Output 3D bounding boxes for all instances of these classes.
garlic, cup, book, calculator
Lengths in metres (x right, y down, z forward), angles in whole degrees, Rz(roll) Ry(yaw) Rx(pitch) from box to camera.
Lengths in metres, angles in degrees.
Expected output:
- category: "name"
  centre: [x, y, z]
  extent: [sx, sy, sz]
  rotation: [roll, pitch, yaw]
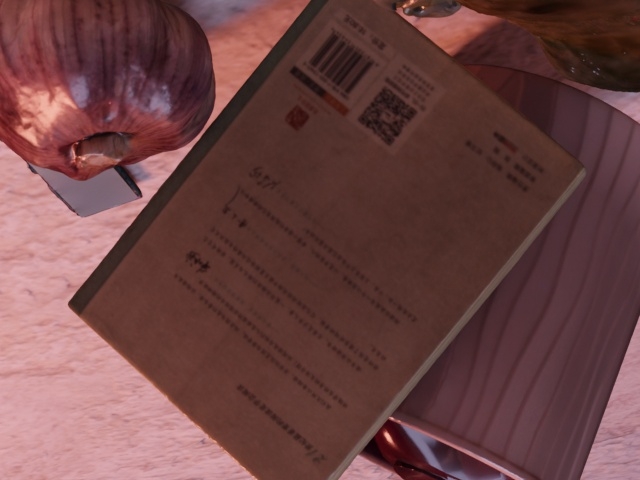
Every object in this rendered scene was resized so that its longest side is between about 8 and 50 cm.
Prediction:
- category: "garlic"
  centre: [-0.136, -0.094, 1.040]
  extent: [0.147, 0.102, 0.159]
  rotation: [-21, 154, 14]
- category: "cup"
  centre: [0.093, 0.037, 1.194]
  extent: [0.208, 0.273, 0.288]
  rotation: [36, 163, -36]
- category: "book"
  centre: [0.000, 0.000, 1.050]
  extent: [0.282, 0.215, 0.025]
  rotation: [-49, 166, 6]
- category: "calculator"
  centre: [-0.180, -0.059, 1.190]
  extent: [0.057, 0.018, 0.172]
  rotation: [-16, 155, 9]

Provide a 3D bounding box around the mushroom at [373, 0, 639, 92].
- category: "mushroom"
  centre: [0.152, -0.173, 0.980]
  extent: [0.247, 0.130, 0.344]
  rotation: [-28, 151, 20]
